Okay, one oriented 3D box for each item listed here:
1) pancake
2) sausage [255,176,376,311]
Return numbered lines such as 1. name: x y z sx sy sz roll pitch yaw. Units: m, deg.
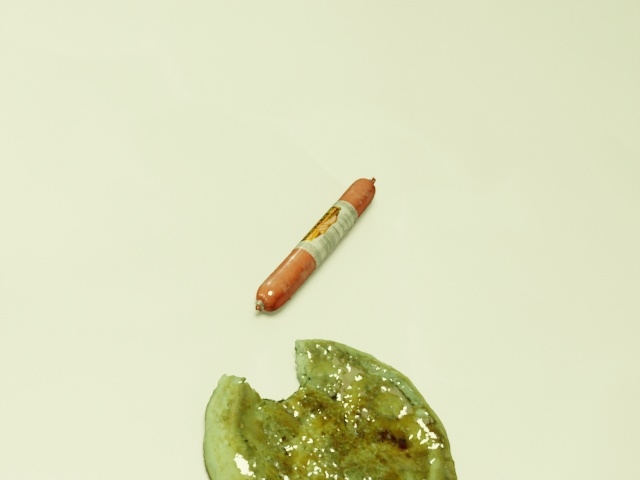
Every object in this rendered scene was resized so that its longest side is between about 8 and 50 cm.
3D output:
1. pancake: 0.018 0.195 1.166 0.253 0.037 0.254 14 46 -15
2. sausage: 0.000 0.000 1.332 0.034 0.034 0.253 35 44 6
